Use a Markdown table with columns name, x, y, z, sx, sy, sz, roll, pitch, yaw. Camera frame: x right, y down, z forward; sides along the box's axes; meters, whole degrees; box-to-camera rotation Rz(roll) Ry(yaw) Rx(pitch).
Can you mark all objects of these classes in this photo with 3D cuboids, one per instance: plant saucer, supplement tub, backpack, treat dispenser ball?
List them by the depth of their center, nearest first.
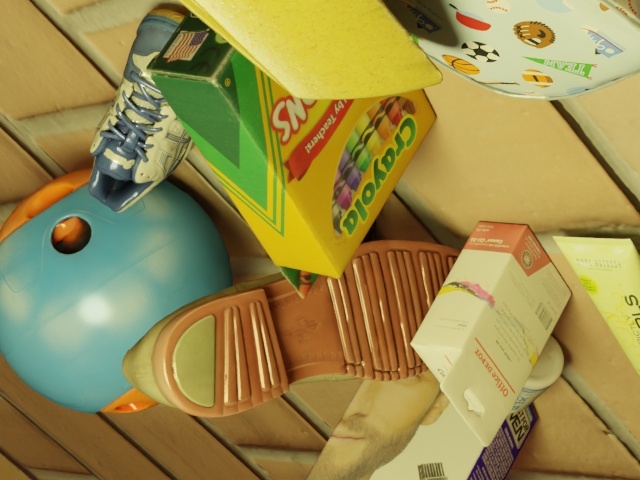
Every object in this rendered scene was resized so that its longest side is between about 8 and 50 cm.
| name | x | y | z | sx | sy | sz | roll | pitch | yaw |
| --- | --- | --- | --- | --- | --- | --- | --- | --- | --- |
| plant saucer | -0.107 | -0.222 | 1.069 | 0.333 | 0.081 | 0.333 | 42 | -178 | 30 |
| backpack | 0.146 | -0.217 | 1.161 | 0.276 | 0.213 | 0.263 | 34 | 165 | -12 |
| supplement tub | 0.219 | 0.144 | 1.857 | 0.071 | 0.071 | 0.107 | 31 | 154 | 2 |
| treat dispenser ball | -0.244 | 0.058 | 1.956 | 0.288 | 0.288 | 0.288 | 25 | 154 | 13 |

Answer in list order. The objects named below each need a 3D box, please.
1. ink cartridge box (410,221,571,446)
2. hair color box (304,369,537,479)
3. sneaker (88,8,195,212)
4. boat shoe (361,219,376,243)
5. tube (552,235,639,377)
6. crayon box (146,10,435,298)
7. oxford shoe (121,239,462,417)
| name | x | y | z | sx | sy | sz | roll | pitch | yaw |
| --- | --- | --- | --- | --- | --- | --- | --- | --- | --- |
| ink cartridge box | 0.163 | 0.093 | 1.680 | 0.067 | 0.198 | 0.115 | 5 | 144 | 42 |
| hair color box | 0.090 | 0.289 | 1.944 | 0.185 | 0.339 | 0.110 | 15 | 148 | 30 |
| sneaker | -0.173 | -0.121 | 1.746 | 0.112 | 0.131 | 0.296 | 32 | 153 | 4 |
| boat shoe | 0.000 | 0.000 | 1.793 | 0.104 | 0.111 | 0.307 | 20 | 152 | 21 |
| tube | 0.314 | 0.081 | 1.662 | 0.070 | 0.062 | 0.240 | -27 | 122 | 13 |
| crayon box | -0.006 | -0.112 | 1.501 | 0.081 | 0.202 | 0.318 | 11 | 149 | 36 |
| oxford shoe | -0.012 | 0.078 | 1.679 | 0.146 | 0.397 | 0.140 | -4 | 94 | 58 |
